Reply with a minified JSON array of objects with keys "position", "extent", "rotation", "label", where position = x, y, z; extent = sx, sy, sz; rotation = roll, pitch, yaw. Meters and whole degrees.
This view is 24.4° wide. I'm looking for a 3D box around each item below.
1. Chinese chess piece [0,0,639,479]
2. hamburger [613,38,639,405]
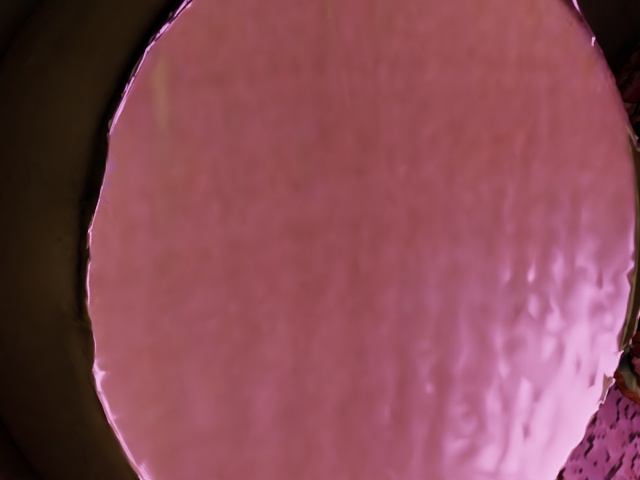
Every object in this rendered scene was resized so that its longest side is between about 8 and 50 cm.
[{"position":[0.000,0.000,0.517],"extent":[0.250,0.103,0.250],"rotation":[-3,96,-33],"label":"Chinese chess piece"},{"position":[0.208,-0.014,0.651],"extent":[0.231,0.107,0.231],"rotation":[0,90,-36],"label":"hamburger"}]
